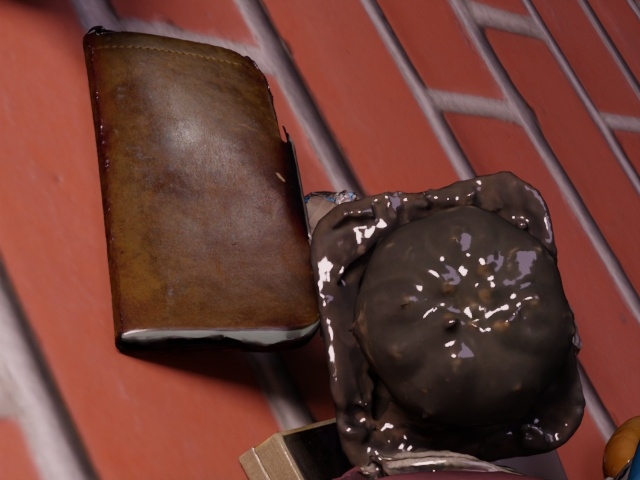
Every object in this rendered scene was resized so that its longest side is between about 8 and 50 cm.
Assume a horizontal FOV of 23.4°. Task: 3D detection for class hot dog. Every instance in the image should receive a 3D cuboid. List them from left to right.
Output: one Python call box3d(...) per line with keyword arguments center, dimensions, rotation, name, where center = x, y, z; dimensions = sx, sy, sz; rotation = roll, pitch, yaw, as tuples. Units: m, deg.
box3d(center=(0.271, 0.187, 1.265), dimensions=(0.090, 0.060, 0.140), rotation=(58, 35, 2), name="hot dog")

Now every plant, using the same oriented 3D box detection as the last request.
box3d(center=(0.072, 0.053, 0.902), dimensions=(0.256, 0.141, 0.164), rotation=(87, -5, -80), name="plant")

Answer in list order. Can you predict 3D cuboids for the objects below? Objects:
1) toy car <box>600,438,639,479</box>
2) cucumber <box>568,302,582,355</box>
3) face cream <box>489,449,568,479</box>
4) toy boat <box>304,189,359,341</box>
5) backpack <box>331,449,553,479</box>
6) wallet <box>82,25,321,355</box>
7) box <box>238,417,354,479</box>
box3d(center=(0.246, 0.198, 1.007), dimensions=(0.198, 0.166, 0.314), rotation=(-62, 146, -37), name="toy car")
box3d(center=(0.169, 0.051, 1.261), dimensions=(0.064, 0.064, 0.112), rotation=(22, 40, -44), name="cucumber")
box3d(center=(0.119, 0.150, 1.067), dimensions=(0.143, 0.089, 0.314), rotation=(-12, 79, -60), name="face cream")
box3d(center=(0.000, 0.000, 1.070), dimensions=(0.084, 0.066, 0.210), rotation=(37, 22, -2), name="toy boat")
box3d(center=(0.142, 0.230, 0.805), dimensions=(0.317, 0.283, 0.197), rotation=(40, 59, -48), name="backpack")
box3d(center=(-0.074, -0.033, 0.974), dimensions=(0.137, 0.031, 0.255), rotation=(4, 49, -19), name="wallet")
box3d(center=(0.000, 0.150, 0.918), dimensions=(0.083, 0.035, 0.079), rotation=(-5, 61, -59), name="box")
